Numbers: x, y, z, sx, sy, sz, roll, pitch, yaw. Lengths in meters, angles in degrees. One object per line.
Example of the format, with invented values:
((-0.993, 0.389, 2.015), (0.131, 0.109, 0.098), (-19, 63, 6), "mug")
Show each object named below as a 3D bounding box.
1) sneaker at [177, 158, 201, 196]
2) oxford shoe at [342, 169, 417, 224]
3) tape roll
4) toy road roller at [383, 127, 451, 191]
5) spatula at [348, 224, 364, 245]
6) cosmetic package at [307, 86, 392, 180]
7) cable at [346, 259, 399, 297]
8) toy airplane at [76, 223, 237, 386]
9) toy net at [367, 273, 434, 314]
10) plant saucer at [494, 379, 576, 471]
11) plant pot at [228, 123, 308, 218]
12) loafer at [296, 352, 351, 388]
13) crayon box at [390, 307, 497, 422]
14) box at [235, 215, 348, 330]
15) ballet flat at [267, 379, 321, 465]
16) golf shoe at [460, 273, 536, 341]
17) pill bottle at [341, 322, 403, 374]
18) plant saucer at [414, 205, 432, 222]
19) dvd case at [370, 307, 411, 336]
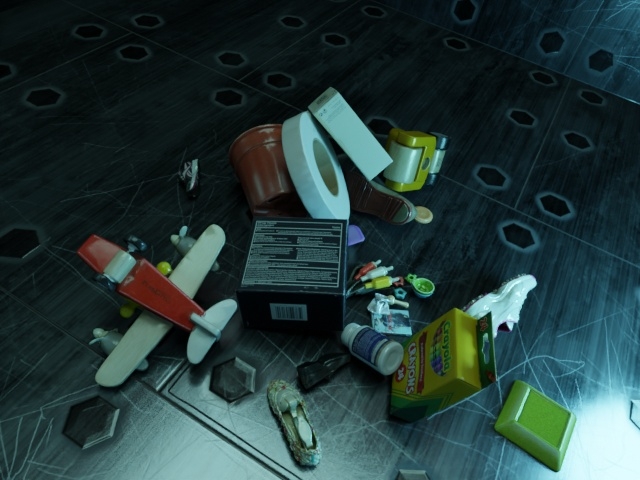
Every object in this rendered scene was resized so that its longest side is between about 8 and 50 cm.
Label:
((-0.468, -0.216, 1.784), (0.077, 0.072, 0.178), (-7, 41, -2), "sneaker")
((0.195, -0.154, 1.847), (0.348, 0.123, 0.130), (34, 19, 25), "oxford shoe")
((-0.009, -0.233, 1.674), (0.071, 0.392, 0.392), (-19, 45, 18), "tape roll")
((0.320, -0.328, 1.928), (0.240, 0.203, 0.329), (29, 28, 34), "toy road roller")
((0.000, 0.000, 1.697), (0.296, 0.030, 0.084), (-9, 50, -19), "spatula")
((0.102, -0.371, 1.749), (0.309, 0.113, 0.160), (47, 9, -22), "cosmetic package")
((0.095, 0.137, 1.563), (0.287, 0.072, 0.139), (-21, 42, -25), "cable")
((-0.421, 0.158, 1.346), (0.385, 0.272, 0.385), (-9, 88, -30), "toy airplane")
((0.239, 0.160, 1.581), (0.232, 0.045, 0.122), (-16, 48, -27), "toy net")
((0.595, 0.488, 1.367), (0.188, 0.045, 0.188), (32, 50, 17), "plant saucer")
((-0.155, -0.202, 1.710), (0.272, 0.272, 0.265), (-7, 58, -18), "plant pot")
((0.014, 0.350, 1.376), (0.169, 0.062, 0.062), (-12, 90, -30), "loafer")
((0.302, 0.311, 1.278), (0.081, 0.318, 0.202), (27, 45, -15), "crayon box")
((-0.067, 0.092, 1.470), (0.295, 0.183, 0.294), (2, 46, 4), "box")
((-0.061, 0.439, 1.257), (0.091, 0.077, 0.241), (-18, 54, -25), "ballet flat")
((0.580, 0.211, 1.586), (0.306, 0.115, 0.140), (-25, 68, -22), "golf shoe")
((0.138, 0.292, 1.390), (0.094, 0.094, 0.169), (-28, 33, -31), "pill bottle")
((0.378, -0.098, 1.875), (0.083, 0.013, 0.084), (6, 47, -6), "plant saucer")
((0.213, 0.248, 1.529), (0.119, 0.013, 0.087), (5, 48, -5), "dvd case")
